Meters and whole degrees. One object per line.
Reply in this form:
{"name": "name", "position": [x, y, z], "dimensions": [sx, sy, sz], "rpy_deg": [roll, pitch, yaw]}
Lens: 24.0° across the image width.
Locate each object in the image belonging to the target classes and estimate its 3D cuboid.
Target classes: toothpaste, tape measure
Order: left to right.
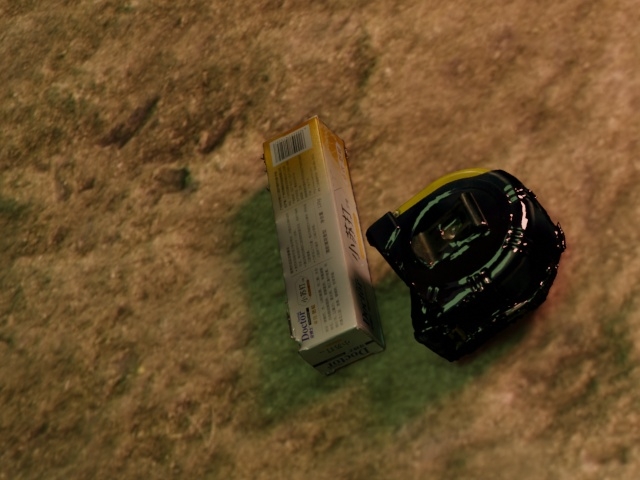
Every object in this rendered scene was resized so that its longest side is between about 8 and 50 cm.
{"name": "toothpaste", "position": [0.000, 0.000, 1.735], "dimensions": [0.089, 0.071, 0.313], "rpy_deg": [-25, 50, 19]}
{"name": "tape measure", "position": [0.155, 0.007, 1.590], "dimensions": [0.186, 0.112, 0.199], "rpy_deg": [-36, 48, 9]}
